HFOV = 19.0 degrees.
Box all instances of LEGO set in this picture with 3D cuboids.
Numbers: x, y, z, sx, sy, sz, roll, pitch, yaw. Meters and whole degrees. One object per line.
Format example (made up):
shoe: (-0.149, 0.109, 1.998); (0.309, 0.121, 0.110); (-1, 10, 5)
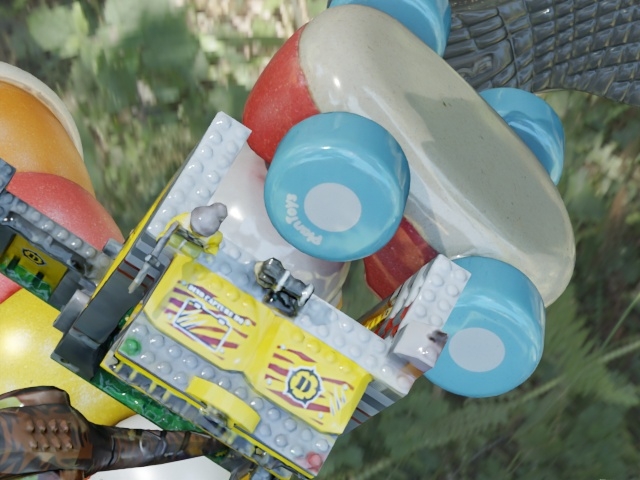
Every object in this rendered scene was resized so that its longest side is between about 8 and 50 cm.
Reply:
LEGO set: (-0.115, 0.042, 0.606); (0.331, 0.192, 0.255); (40, 65, -3)

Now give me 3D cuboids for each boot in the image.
boot: (0.178, -0.180, 1.430); (0.338, 0.222, 0.118); (-3, 113, -3)

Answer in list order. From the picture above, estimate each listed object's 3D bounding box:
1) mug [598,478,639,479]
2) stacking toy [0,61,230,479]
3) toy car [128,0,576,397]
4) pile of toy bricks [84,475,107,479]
mug: (0.155, 0.268, 1.054); (0.328, 0.374, 0.276); (-27, 84, -38)
stacking toy: (-0.239, 0.104, 1.549); (0.351, 0.350, 0.480); (-39, 55, -11)
toy car: (0.000, 0.000, 1.094); (0.238, 0.219, 0.210); (-34, 112, 29)
pile of toy bricks: (-0.098, 0.164, 0.967); (0.118, 0.212, 0.105); (-29, 91, -1)
